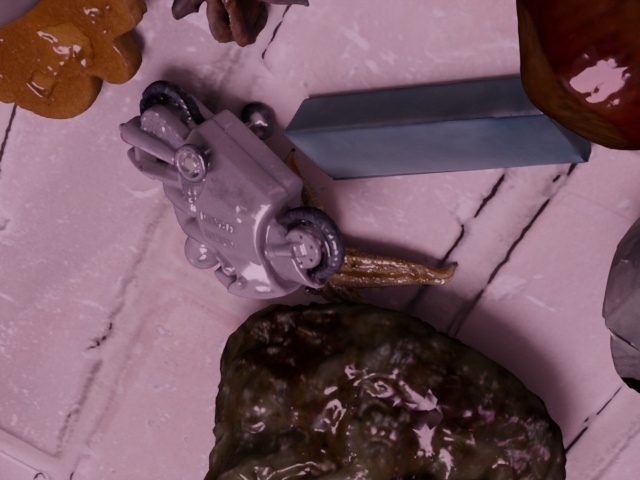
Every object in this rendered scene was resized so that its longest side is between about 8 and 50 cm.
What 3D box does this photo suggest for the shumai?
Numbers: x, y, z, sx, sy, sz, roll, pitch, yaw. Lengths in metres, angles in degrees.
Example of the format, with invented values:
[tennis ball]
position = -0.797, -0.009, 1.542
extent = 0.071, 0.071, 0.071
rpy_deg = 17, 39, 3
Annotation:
[shumai]
position = 0.016, 0.275, 1.827
extent = 0.395, 0.348, 0.395
rpy_deg = 23, 148, 15

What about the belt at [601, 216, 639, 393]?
[belt]
position = 0.369, 0.048, 1.546
extent = 0.184, 0.164, 0.289
rpy_deg = 36, 140, -23

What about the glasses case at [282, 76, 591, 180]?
[glasses case]
position = 0.107, -0.106, 1.626
extent = 0.266, 0.056, 0.105
rpy_deg = -3, 155, 31

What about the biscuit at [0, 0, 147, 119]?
[biscuit]
position = -0.261, -0.204, 1.728
extent = 0.184, 0.035, 0.249
rpy_deg = 35, 140, -4

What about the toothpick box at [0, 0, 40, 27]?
[toothpick box]
position = -0.327, -0.319, 1.518
extent = 0.229, 0.229, 0.316
rpy_deg = 15, 136, 14

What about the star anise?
[star anise]
position = -0.095, -0.257, 1.547
extent = 0.229, 0.093, 0.236
rpy_deg = -4, 135, 25

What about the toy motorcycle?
[toy motorcycle]
position = -0.093, -0.032, 1.725
extent = 0.260, 0.110, 0.171
rpy_deg = 41, 133, 12

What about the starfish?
[starfish]
position = 0.000, 0.001, 1.790
extent = 0.247, 0.050, 0.138
rpy_deg = 33, 138, -11

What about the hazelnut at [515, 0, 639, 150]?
[hazelnut]
position = 0.244, -0.156, 1.427
extent = 0.170, 0.160, 0.202
rpy_deg = 17, 178, 31
